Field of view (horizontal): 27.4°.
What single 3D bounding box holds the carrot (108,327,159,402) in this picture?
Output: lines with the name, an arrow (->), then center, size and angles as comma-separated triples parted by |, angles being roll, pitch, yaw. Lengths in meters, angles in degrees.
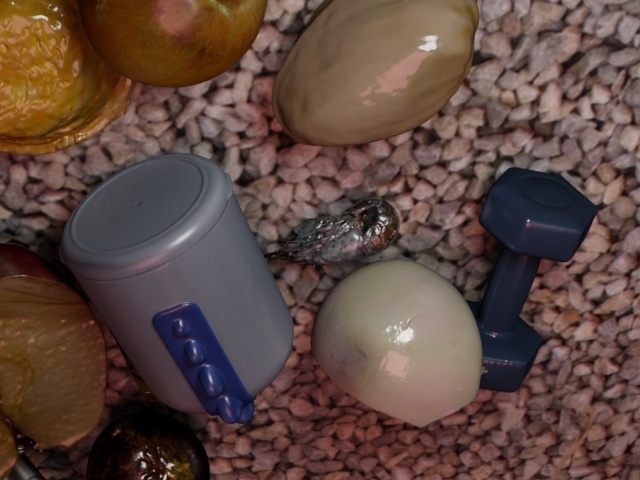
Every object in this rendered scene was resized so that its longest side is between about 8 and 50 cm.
carrot -> -0.270, 0.147, 1.942 | 0.069, 0.069, 0.228 | -12, 126, 5

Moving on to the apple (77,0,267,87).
apple -> -0.182, -0.294, 1.541 | 0.207, 0.237, 0.237 | 0, 136, 43

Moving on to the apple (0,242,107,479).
apple -> -0.475, 0.172, 1.821 | 0.329, 0.295, 0.365 | 2, 133, 29

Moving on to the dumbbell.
dumbbell -> 0.270, 0.059, 1.862 | 0.160, 0.144, 0.324 | 8, 125, -11

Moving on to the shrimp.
shrimp -> 0.000, 0.000, 1.849 | 0.233, 0.079, 0.090 | -15, 163, 14

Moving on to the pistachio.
pistachio -> 0.066, -0.226, 1.639 | 0.288, 0.166, 0.197 | -25, 100, 19

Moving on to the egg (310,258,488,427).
egg -> 0.083, 0.140, 1.831 | 0.271, 0.162, 0.206 | 19, 113, 29

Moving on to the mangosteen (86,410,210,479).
mangosteen -> -0.276, 0.368, 2.043 | 0.192, 0.192, 0.217 | 20, 153, -16

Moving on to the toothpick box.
toothpick box -> -0.174, 0.091, 1.788 | 0.263, 0.263, 0.354 | -18, 126, 10

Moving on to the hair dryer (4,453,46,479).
hair dryer -> -0.371, 0.447, 2.052 | 0.155, 0.320, 0.284 | -50, 139, 4

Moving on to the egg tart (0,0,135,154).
egg tart -> -0.372, -0.228, 1.632 | 0.319, 0.128, 0.319 | -3, 125, -4
